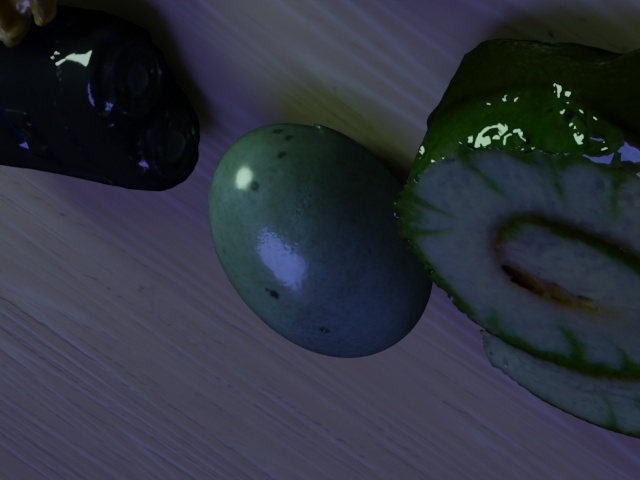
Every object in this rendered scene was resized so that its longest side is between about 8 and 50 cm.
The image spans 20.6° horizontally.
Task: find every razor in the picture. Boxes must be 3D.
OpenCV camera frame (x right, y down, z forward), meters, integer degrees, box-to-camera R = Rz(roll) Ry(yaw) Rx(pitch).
[{"bbox_3d":[-0.270,-0.136,1.618,0.327,0.107,0.189,7,141,32],"label":"razor"}]

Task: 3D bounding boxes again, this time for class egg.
[{"bbox_3d":[0.000,0.000,1.511,0.169,0.169,0.236,-3,132,43],"label":"egg"}]

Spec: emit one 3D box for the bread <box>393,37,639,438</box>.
[{"bbox_3d":[0.237,0.006,1.354,0.366,0.129,0.382,28,149,2],"label":"bread"}]

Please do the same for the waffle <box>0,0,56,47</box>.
[{"bbox_3d":[-0.267,-0.257,1.435,0.229,0.057,0.219,-10,128,17],"label":"waffle"}]
